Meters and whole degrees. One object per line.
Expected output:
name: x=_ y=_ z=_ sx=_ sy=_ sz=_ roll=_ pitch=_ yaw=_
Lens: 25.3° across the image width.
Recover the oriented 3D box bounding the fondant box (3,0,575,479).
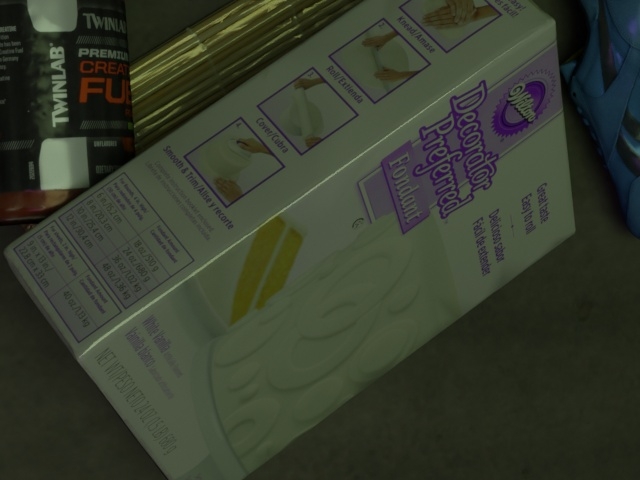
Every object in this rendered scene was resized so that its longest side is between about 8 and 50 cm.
fondant box: x=0.000 y=0.000 z=0.892 sx=0.330 sy=0.096 sz=0.238 roll=-37 pitch=148 yaw=-10

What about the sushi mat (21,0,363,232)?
sushi mat: x=-0.055 y=-0.076 z=0.960 sx=0.317 sy=0.019 sz=0.151 roll=-33 pitch=111 yaw=-10

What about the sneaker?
sneaker: x=0.218 y=-0.097 z=1.037 sx=0.082 sy=0.069 sz=0.209 roll=2 pitch=118 yaw=19

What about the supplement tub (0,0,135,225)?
supplement tub: x=-0.167 y=-0.108 z=0.857 sx=0.106 sy=0.106 sz=0.197 roll=-5 pitch=92 yaw=-19
